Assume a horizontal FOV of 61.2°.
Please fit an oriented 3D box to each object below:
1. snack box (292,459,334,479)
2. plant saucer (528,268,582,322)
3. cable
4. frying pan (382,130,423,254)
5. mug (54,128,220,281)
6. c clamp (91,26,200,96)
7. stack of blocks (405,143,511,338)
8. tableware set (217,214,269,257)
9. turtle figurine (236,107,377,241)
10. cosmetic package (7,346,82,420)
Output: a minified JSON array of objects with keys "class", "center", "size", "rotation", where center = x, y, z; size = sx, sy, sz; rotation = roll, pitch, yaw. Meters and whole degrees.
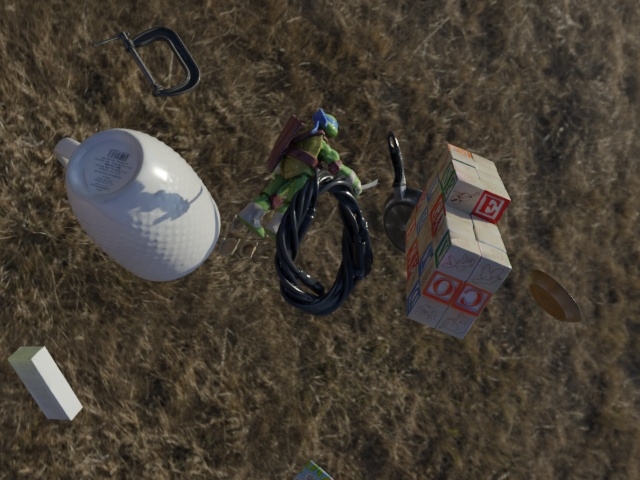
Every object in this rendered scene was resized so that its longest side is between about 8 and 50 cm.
[{"class":"snack box","center":[-0.026,0.507,0.902],"size":[0.207,0.070,0.175],"rotation":[-44,121,-19]},{"class":"plant saucer","center":[0.287,0.073,0.674],"size":[0.015,0.083,0.083],"rotation":[-37,109,-4]},{"class":"cable","center":[0.000,0.000,0.685],"size":[0.150,0.047,0.185],"rotation":[-27,118,-33]},{"class":"frying pan","center":[0.231,-0.095,1.362],"size":[0.053,0.197,0.327],"rotation":[-30,130,-39]},{"class":"mug","center":[-0.443,-0.110,1.225],"size":[0.373,0.328,0.276],"rotation":[29,74,17]},{"class":"c clamp","center":[-0.295,-0.311,0.948],"size":[0.137,0.022,0.161],"rotation":[-36,83,-19]},{"class":"stack of blocks","center":[0.205,-0.014,0.824],"size":[0.087,0.297,0.171],"rotation":[22,119,-3]},{"class":"tableware set","center":[-0.238,-0.009,1.668],"size":[0.020,0.168,0.141],"rotation":[52,54,-51]},{"class":"turtle figurine","center":[-0.023,-0.101,1.093],"size":[0.197,0.275,0.266],"rotation":[33,76,9]},{"class":"cosmetic package","center":[-0.799,0.418,1.577],"size":[0.060,0.098,0.239],"rotation":[-57,138,-53]}]
